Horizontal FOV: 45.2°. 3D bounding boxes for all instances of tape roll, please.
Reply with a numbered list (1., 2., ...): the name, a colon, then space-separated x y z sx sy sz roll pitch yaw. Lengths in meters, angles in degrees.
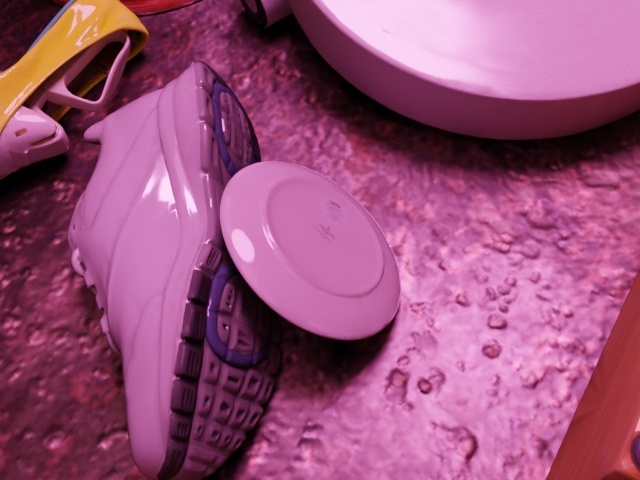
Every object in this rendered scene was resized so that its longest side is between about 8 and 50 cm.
1. tape roll: 0.152 -0.270 0.614 0.391 0.072 0.392 0 72 1

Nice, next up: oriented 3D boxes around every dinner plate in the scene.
1. dinner plate: 0.000 0.000 0.504 0.141 0.017 0.141 25 42 -24

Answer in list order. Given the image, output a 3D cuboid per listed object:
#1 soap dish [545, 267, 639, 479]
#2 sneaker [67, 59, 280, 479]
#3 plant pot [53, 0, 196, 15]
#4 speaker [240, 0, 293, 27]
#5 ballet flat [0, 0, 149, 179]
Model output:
1. soap dish: 0.279 0.078 0.415 0.228 0.118 0.291 25 64 20
2. sneaker: -0.105 0.019 0.522 0.129 0.111 0.297 -17 55 17
3. plant pot: -0.183 -0.390 0.663 0.272 0.265 0.273 -3 59 5
4. speaker: -0.005 -0.242 0.676 0.136 0.055 0.055 -32 61 -13
5. ballet flat: -0.221 -0.113 0.619 0.077 0.077 0.231 31 65 5
